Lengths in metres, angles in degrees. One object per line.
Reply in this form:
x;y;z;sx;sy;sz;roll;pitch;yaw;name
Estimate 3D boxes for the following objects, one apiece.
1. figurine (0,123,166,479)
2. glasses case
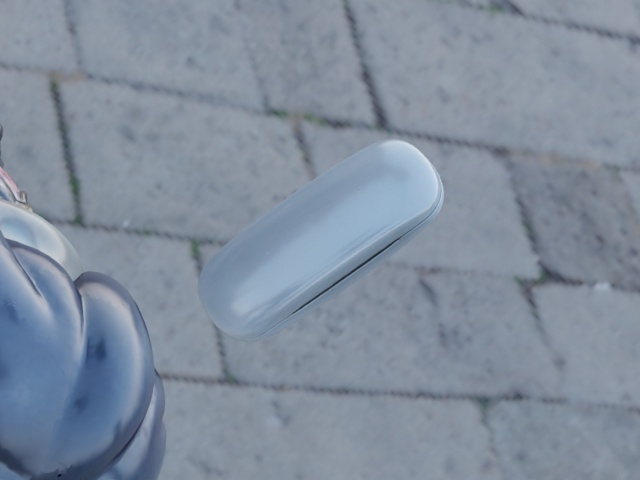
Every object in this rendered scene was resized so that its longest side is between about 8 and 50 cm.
-0.163;0.037;0.730;0.175;0.197;0.265;27;3;-29;figurine
0.000;0.000;1.289;0.076;0.197;0.049;54;-1;31;glasses case
